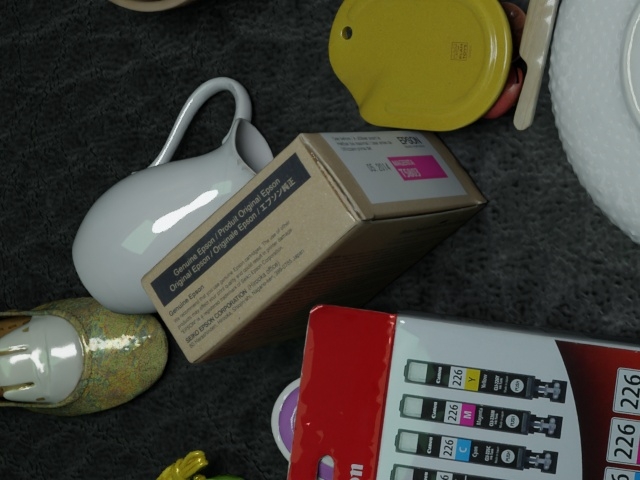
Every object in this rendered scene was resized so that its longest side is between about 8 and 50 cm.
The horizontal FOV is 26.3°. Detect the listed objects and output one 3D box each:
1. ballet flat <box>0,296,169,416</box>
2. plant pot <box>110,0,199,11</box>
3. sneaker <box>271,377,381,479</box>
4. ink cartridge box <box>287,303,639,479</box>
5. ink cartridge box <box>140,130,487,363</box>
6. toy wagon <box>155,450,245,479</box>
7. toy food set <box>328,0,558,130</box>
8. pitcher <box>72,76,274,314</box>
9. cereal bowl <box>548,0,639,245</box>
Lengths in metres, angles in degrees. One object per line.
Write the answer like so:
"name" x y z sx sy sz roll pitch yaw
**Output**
"ballet flat" -0.317 0.121 1.378 0.348 0.123 0.123 -2 93 30
"plant pot" -0.127 -0.326 1.223 0.237 0.109 0.237 10 106 36
"sneaker" 0.097 0.210 1.157 0.305 0.152 0.114 36 82 3
"ink cartridge box" 0.101 0.213 1.015 0.271 0.130 0.309 7 90 4
"ink cartridge box" 0.000 0.000 1.111 0.193 0.234 0.088 -41 74 25
"toy wagon" -0.032 0.343 1.256 0.267 0.068 0.344 -40 74 27
"toy food set" 0.111 -0.153 1.124 0.218 0.071 0.128 10 100 38
"pitcher" -0.130 -0.040 1.265 0.207 0.125 0.178 -32 57 18
"cereal bowl" 0.314 -0.127 0.972 0.339 0.141 0.339 2 94 30
